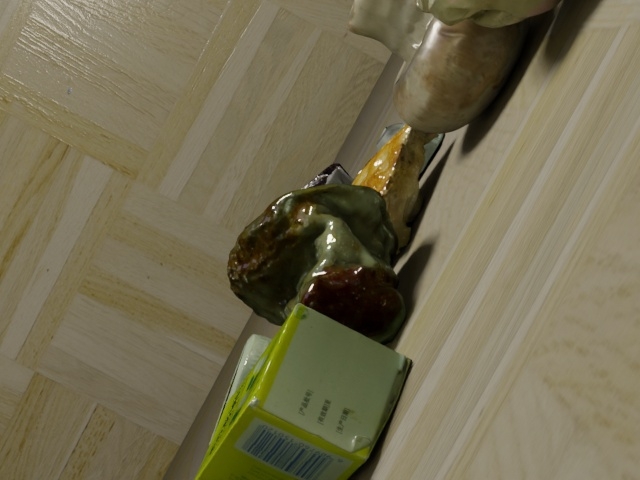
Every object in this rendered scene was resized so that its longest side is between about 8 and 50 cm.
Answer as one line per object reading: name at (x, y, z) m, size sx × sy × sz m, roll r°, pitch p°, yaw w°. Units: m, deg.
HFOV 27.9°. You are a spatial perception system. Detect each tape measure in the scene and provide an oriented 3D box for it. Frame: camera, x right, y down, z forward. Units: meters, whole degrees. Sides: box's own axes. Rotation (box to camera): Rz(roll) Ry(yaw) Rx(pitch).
tape measure at (-0.090, 0.261, 1.869) m, size 0.207 × 0.115 × 0.235 m, roll 142°, pitch 147°, yaw -80°

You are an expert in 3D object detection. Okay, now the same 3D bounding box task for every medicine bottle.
medicine bottle at (-0.027, 0.197, 1.356) m, size 0.250 × 0.141 × 0.137 m, roll -55°, pitch 11°, yaw 53°

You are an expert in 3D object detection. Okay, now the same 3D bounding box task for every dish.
dish at (0.131, -0.191, 2.429) m, size 0.091 × 0.039 × 0.137 m, roll -62°, pitch 3°, yaw 0°

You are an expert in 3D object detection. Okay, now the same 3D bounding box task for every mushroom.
mushroom at (0.142, -0.267, 1.644) m, size 0.243 × 0.243 × 0.243 m, roll -61°, pitch 5°, yaw 9°

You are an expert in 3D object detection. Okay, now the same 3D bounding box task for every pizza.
pizza at (0.069, -0.016, 1.809) m, size 0.323 × 0.089 × 0.223 m, roll -53°, pitch 18°, yaw 29°

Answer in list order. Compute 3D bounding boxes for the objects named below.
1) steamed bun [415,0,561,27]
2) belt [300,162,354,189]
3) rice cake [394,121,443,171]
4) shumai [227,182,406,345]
steamed bun at (0.219, -0.364, 1.465) m, size 0.280 × 0.207 × 0.268 m, roll -36°, pitch 49°, yaw 22°
belt at (0.000, 0.000, 2.084) m, size 0.184 × 0.164 × 0.289 m, roll -34°, pitch 10°, yaw 28°
rice cake at (0.117, -0.104, 1.955) m, size 0.206 × 0.069 × 0.063 m, roll -56°, pitch 5°, yaw 32°
shumai at (0.006, 0.071, 1.574) m, size 0.272 × 0.222 × 0.203 m, roll 83°, pitch 173°, yaw -64°
